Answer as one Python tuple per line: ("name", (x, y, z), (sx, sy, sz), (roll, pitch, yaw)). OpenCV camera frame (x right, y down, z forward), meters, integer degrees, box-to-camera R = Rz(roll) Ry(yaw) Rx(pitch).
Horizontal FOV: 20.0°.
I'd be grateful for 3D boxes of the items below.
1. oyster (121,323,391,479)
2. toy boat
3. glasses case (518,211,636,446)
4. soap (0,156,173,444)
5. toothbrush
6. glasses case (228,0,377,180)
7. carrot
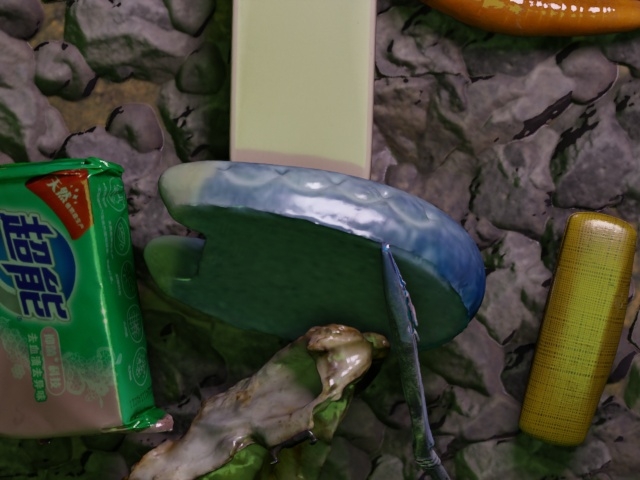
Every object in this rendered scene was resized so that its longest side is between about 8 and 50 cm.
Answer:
("oyster", (-0.070, 0.200, 1.758), (0.337, 0.198, 0.133), (-45, 52, 29))
("toy boat", (0.000, 0.000, 1.742), (0.330, 0.123, 0.215), (12, 142, -2))
("glasses case", (0.256, 0.088, 1.796), (0.079, 0.064, 0.234), (13, 98, 1))
("soap", (-0.257, 0.057, 1.777), (0.218, 0.098, 0.273), (-5, 99, 14))
("toothbrush", (0.096, 0.168, 1.739), (0.042, 0.035, 0.413), (-8, 125, 5))
("glasses case", (-0.015, -0.215, 1.756), (0.144, 0.076, 0.336), (3, 98, 0))
("carrot", (0.197, -0.228, 1.763), (0.271, 0.066, 0.062), (17, 141, -4))
